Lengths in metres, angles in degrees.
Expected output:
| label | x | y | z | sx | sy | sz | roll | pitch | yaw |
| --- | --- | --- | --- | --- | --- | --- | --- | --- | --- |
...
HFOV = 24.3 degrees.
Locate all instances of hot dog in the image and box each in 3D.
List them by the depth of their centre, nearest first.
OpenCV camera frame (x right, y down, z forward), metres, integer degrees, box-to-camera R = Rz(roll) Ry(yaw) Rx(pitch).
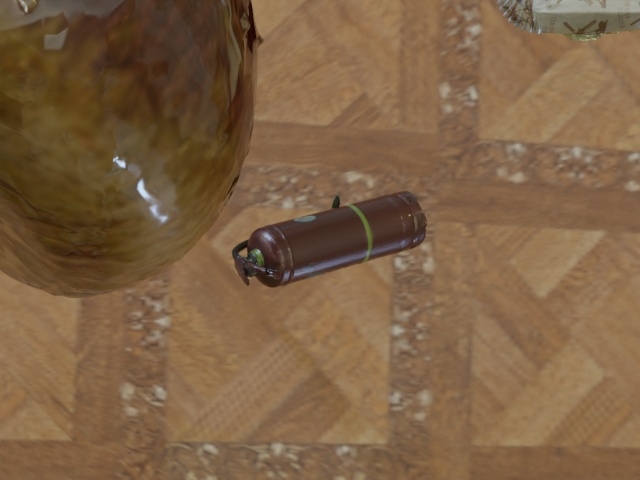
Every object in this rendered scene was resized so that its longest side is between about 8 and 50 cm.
| label | x | y | z | sx | sy | sz | roll | pitch | yaw |
| --- | --- | --- | --- | --- | --- | --- | --- | --- | --- |
| hot dog | 0.268 | -0.246 | 1.459 | 0.192 | 0.053 | 0.099 | -5 | 75 | 5 |

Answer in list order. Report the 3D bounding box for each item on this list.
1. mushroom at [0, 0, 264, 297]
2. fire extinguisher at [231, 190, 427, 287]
| label | x | y | z | sx | sy | sz | roll | pitch | yaw |
| --- | --- | --- | --- | --- | --- | --- | --- | --- | --- |
| mushroom | -0.179 | -0.075 | 0.520 | 0.331 | 0.334 | 0.356 | 28 | 84 | -47 |
| fire extinguisher | 0.000 | 0.000 | 0.870 | 0.132 | 0.056 | 0.039 | -15 | 116 | -32 |
